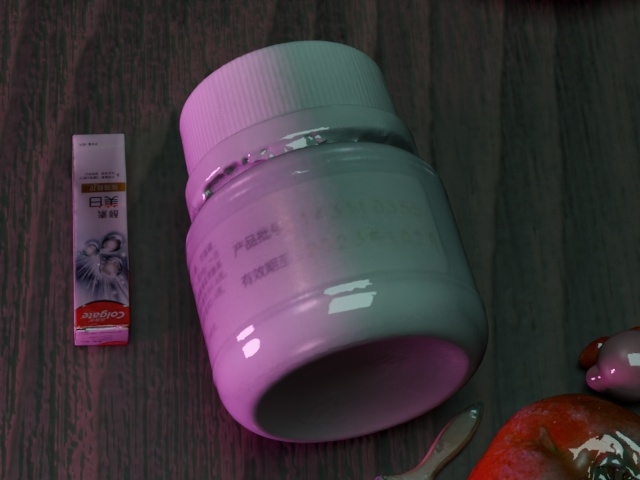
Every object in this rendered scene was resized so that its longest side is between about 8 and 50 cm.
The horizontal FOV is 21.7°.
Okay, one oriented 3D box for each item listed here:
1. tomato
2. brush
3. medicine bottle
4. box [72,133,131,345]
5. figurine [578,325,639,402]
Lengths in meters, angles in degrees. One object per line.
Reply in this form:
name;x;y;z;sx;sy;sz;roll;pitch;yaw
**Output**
tomato;0.236;0.237;1.459;0.236;0.095;0.237;2;59;-3
brush;0.091;0.215;1.505;0.070;0.021;0.196;36;64;14
medicine bottle;0.000;0.000;1.494;0.245;0.245;0.306;-10;62;-9
box;-0.211;-0.003;1.601;0.055;0.039;0.218;-3;61;-7
figurine;0.286;0.117;1.548;0.083;0.067;0.071;-25;43;1
